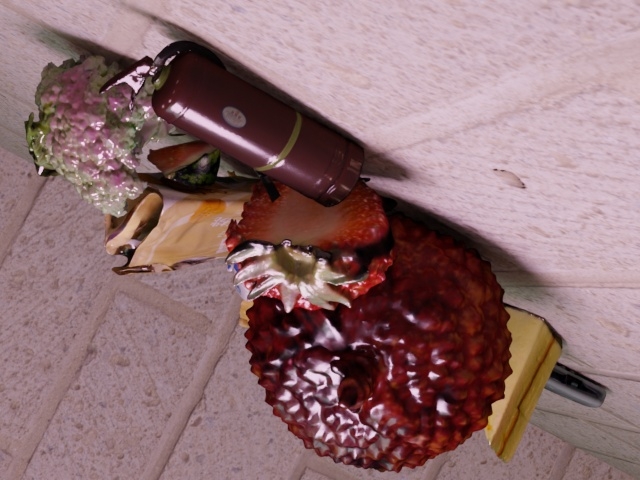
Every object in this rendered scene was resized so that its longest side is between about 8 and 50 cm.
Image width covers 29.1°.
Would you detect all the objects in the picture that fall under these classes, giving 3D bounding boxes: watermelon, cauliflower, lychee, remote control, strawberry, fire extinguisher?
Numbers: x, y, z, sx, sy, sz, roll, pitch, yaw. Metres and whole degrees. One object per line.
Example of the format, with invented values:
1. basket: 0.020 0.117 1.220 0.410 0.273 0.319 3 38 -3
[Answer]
1. watermelon: -0.227 -0.134 2.053 0.119 0.063 0.245 1 -165 -13
2. cauliflower: -0.309 -0.181 1.893 0.256 0.239 0.315 36 -150 26
3. lychee: 0.089 0.154 1.900 0.424 0.425 0.500 27 -163 -2
4. remote control: 0.473 0.281 2.662 0.296 0.056 0.140 26 173 -5
5. strawberry: 0.000 0.000 1.718 0.233 0.138 0.306 2 -155 11
6. fire extinguisher: -0.112 -0.147 1.586 0.341 0.141 0.105 27 -158 -26

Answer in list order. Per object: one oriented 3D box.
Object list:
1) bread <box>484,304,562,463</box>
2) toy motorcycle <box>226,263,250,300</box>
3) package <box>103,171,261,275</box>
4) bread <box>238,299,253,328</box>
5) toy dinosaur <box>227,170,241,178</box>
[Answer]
1. bread: 0.315 0.252 2.283 0.163 0.264 0.168 19 163 30
2. toy motorcycle: -0.068 0.043 2.097 0.221 0.150 0.102 18 -156 -50
3. package: -0.202 -0.023 2.097 0.311 0.165 0.221 -2 -166 -42
4. bread: -0.084 0.087 2.432 0.211 0.184 0.224 8 -156 -34
5. toy dinosaur: -0.087 -0.044 2.352 0.288 0.070 0.117 35 169 -24
